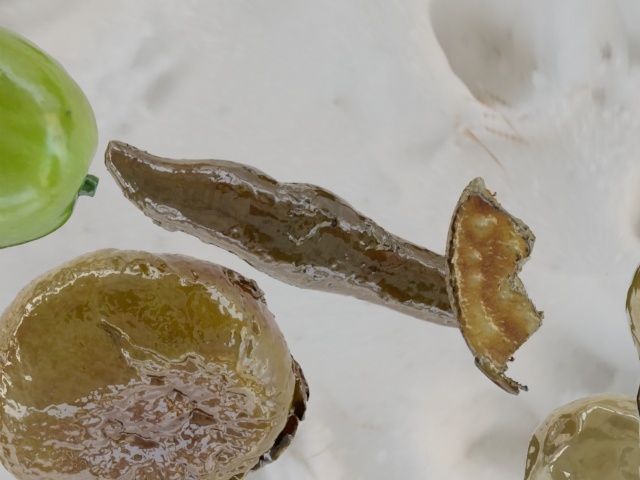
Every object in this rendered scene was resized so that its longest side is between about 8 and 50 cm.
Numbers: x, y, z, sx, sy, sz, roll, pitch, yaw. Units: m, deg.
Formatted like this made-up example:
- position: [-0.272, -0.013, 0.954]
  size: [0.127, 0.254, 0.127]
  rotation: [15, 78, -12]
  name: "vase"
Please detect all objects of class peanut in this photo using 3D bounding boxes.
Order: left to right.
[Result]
- position: [0.176, 0.215, 1.272]
  size: [0.149, 0.313, 0.149]
  rotation: [8, 52, -10]
  name: "peanut"

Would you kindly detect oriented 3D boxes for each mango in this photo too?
- position: [-0.340, -0.083, 1.426]
  size: [0.343, 0.156, 0.192]
  rotation: [0, 117, 2]
  name: "mango"

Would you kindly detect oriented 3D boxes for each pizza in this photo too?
- position: [0.065, 0.017, 0.696]
  size: [0.037, 0.016, 0.083]
  rotation: [-7, 99, 24]
  name: "pizza"

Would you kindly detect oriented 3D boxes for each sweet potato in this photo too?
- position: [0.000, 0.000, 1.103]
  size: [0.273, 0.067, 0.067]
  rotation: [20, 92, -5]
  name: "sweet potato"

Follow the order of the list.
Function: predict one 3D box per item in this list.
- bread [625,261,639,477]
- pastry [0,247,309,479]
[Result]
- position: [0.200, 0.027, 0.459]
  size: [0.238, 0.252, 0.196]
  rotation: [-39, 84, -29]
  name: "bread"
- position: [-0.191, 0.155, 1.985]
  size: [0.356, 0.356, 0.164]
  rotation: [-15, 45, 8]
  name: "pastry"
